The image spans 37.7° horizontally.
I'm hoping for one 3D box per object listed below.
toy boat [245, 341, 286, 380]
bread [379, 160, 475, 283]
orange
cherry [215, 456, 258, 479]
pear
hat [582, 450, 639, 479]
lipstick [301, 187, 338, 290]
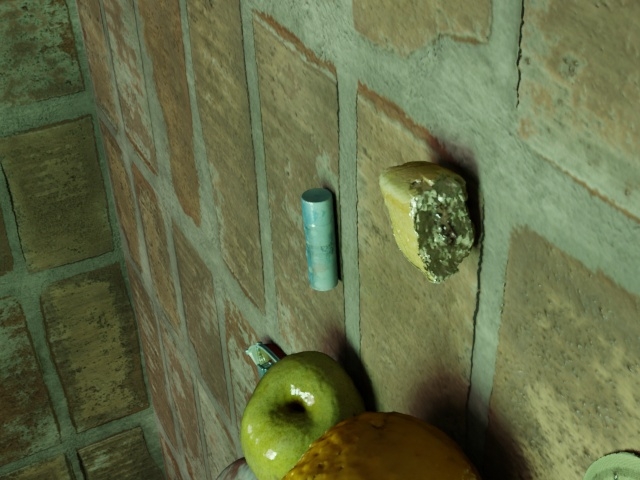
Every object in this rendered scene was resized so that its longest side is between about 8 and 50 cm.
[{"bbox_3d":[-0.103,0.248,1.856,0.173,0.059,0.069,35,138,58],"label":"toy boat"},{"bbox_3d":[0.122,-0.029,1.053,0.106,0.082,0.125,-123,13,-58],"label":"bread"},{"bbox_3d":[0.071,0.388,1.175,0.293,0.340,0.340,41,151,12],"label":"orange"},{"bbox_3d":[-0.125,0.566,1.964,0.236,0.213,0.285,42,129,16],"label":"cherry"},{"bbox_3d":[-0.024,0.299,1.503,0.188,0.228,0.211,17,154,19],"label":"pear"},{"bbox_3d":[0.289,0.335,0.883,0.252,0.110,0.252,50,150,44],"label":"hat"},{"bbox_3d":[0.000,0.000,1.420,0.048,0.048,0.158,44,146,51],"label":"lipstick"}]
